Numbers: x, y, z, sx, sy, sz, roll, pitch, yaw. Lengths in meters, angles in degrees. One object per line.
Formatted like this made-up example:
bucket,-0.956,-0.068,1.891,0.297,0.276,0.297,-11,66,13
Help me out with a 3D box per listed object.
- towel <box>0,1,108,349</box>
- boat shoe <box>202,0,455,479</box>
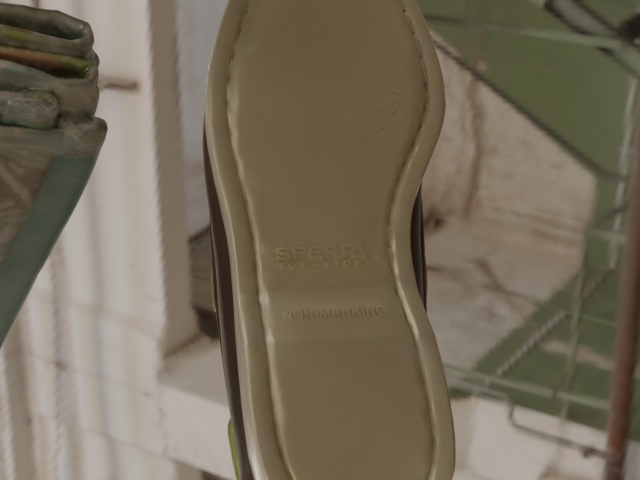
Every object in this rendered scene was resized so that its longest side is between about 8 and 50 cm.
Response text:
towel,-0.315,0.004,0.776,0.320,0.090,0.374,4,-41,-32
boat shoe,0.000,0.000,0.682,0.097,0.116,0.324,110,158,-59
